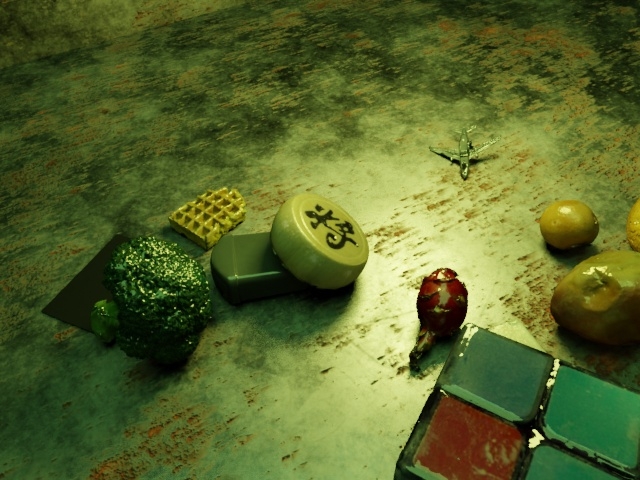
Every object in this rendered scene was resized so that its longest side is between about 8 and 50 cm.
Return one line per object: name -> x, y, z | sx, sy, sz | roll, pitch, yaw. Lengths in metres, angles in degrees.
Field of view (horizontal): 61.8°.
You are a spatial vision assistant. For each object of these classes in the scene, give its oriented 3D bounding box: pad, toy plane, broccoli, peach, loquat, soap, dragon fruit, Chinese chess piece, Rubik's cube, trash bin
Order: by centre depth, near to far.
Rubik's cube -> 0.310, 0.381, 0.870 | 0.316, 0.314, 0.318 | 21, 50, 22
soap -> 0.426, 0.266, 1.149 | 0.121, 0.064, 0.183 | -19, 47, -13
peach -> 0.635, 0.128, 1.190 | 0.235, 0.214, 0.214 | -12, 44, 16
broccoli -> -0.395, 0.132, 1.213 | 0.297, 0.298, 0.298 | -14, 43, 20
dragon fruit -> 0.259, 0.178, 1.216 | 0.125, 0.125, 0.246 | 27, 67, 11
Chinese chess piece -> 0.000, 0.000, 1.323 | 0.257, 0.104, 0.257 | 27, 35, -21
trash bin -> -0.160, 0.061, 1.363 | 0.236, 0.101, 0.177 | -8, 44, -7
loquat -> 0.645, -0.041, 1.385 | 0.141, 0.141, 0.141 | -2, 46, 2
pad -> -0.554, 0.106, 1.407 | 0.202, 0.005, 0.300 | 15, 49, 18
toy plane -> 0.453, -0.283, 1.683 | 0.225, 0.058, 0.226 | -5, 43, 21

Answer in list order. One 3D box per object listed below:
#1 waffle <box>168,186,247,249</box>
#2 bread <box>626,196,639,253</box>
waffle -> -0.304, -0.078, 1.535 | 0.160, 0.055, 0.211 | 29, 53, 29
bread -> 0.891, -0.041, 1.335 | 0.139, 0.240, 0.240 | 35, 43, -21
